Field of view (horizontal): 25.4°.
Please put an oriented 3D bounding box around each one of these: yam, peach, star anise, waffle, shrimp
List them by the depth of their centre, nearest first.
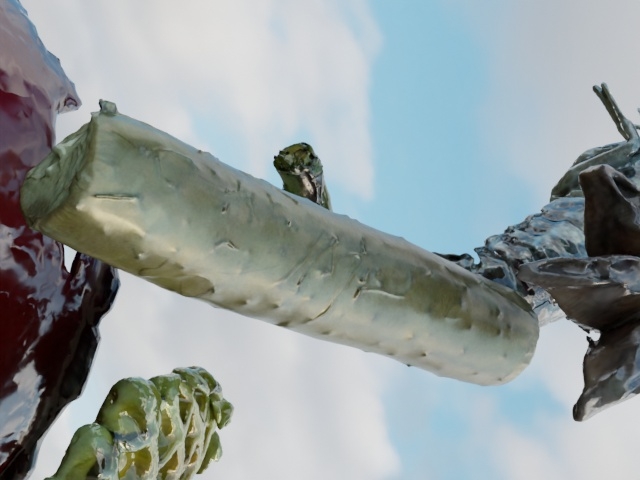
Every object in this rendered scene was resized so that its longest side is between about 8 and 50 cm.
[{"bbox_3d":[-0.007,0.017,0.820,0.083,0.371,0.083,-20,-121,38],"label":"yam"},{"bbox_3d":[0.203,0.048,0.854,0.063,0.172,0.208,-30,-106,51],"label":"star anise"},{"bbox_3d":[-0.134,0.166,0.883,0.054,0.214,0.208,37,2,13],"label":"waffle"},{"bbox_3d":[-0.324,0.003,1.005,0.339,0.353,0.416,40,-24,55],"label":"peach"},{"bbox_3d":[0.223,-0.006,1.123,0.166,0.410,0.221,-3,-74,41],"label":"shrimp"}]

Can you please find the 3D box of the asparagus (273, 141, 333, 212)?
[{"bbox_3d":[0.000,0.000,1.064,0.030,0.036,0.165,24,-40,41],"label":"asparagus"}]
